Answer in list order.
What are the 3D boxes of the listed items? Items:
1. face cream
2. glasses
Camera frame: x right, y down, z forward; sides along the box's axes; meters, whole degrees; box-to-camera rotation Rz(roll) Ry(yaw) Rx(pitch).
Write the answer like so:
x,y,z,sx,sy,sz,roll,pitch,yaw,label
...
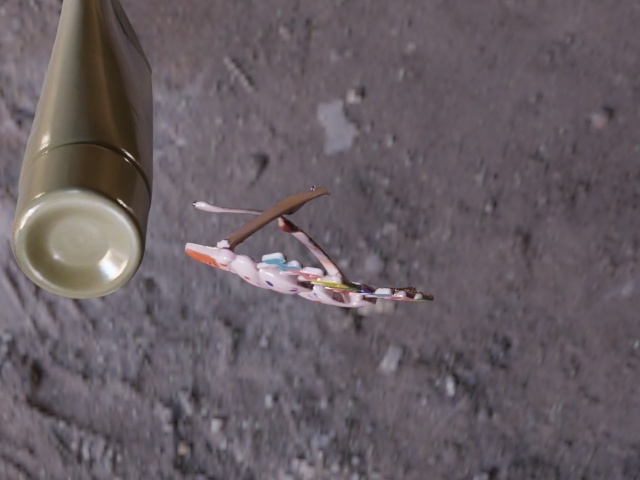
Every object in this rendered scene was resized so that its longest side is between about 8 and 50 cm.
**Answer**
x,y,z,sx,sy,sz,roll,pitch,yaw,label
-0.152,-0.091,1.219,0.084,0.137,0.341,-18,33,10,face cream
0.003,0.008,1.499,0.162,0.255,0.095,19,94,33,glasses
